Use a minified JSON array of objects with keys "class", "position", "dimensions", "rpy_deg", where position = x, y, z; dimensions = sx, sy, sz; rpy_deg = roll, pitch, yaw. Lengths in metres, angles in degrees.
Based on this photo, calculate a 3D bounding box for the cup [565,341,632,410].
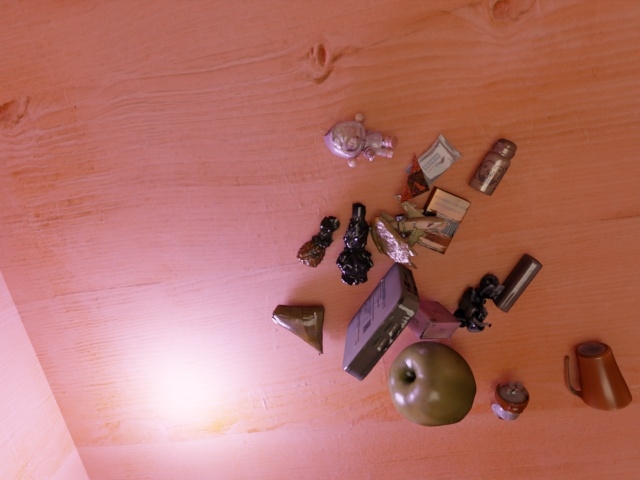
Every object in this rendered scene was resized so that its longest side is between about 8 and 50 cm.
[{"class":"cup","position":[1.174,0.580,1.759],"dimensions":[0.226,0.182,0.264],"rpy_deg":[-13,100,41]}]

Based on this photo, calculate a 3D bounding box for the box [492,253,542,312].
[{"class":"box","position":[0.802,0.175,1.681],"dimensions":[0.055,0.103,0.244],"rpy_deg":[29,108,0]}]

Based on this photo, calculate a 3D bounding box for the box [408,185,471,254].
[{"class":"box","position":[0.477,-0.080,1.650],"dimensions":[0.152,0.070,0.237],"rpy_deg":[22,109,-2]}]

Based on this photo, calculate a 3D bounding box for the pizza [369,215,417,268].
[{"class":"pizza","position":[0.288,0.023,1.639],"dimensions":[0.034,0.181,0.262],"rpy_deg":[-35,66,-24]}]

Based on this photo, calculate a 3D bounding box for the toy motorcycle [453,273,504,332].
[{"class":"toy motorcycle","position":[0.661,0.273,1.700],"dimensions":[0.106,0.159,0.270],"rpy_deg":[24,111,-25]}]

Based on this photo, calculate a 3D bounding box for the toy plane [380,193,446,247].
[{"class":"toy plane","position":[0.357,-0.065,1.602],"dimensions":[0.256,0.104,0.242],"rpy_deg":[1,106,44]}]

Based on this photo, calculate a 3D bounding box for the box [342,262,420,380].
[{"class":"box","position":[0.236,0.304,1.620],"dimensions":[0.111,0.396,0.397],"rpy_deg":[32,108,-3]}]

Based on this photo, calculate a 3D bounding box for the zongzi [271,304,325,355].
[{"class":"zongzi","position":[-0.095,0.403,1.840],"dimensions":[0.228,0.115,0.256],"rpy_deg":[2,118,8]}]

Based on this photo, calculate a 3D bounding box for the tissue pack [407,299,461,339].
[{"class":"tissue pack","position":[0.444,0.319,1.675],"dimensions":[0.246,0.148,0.093],"rpy_deg":[11,115,-45]}]

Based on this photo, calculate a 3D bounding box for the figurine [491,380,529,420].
[{"class":"figurine","position":[0.851,0.726,1.849],"dimensions":[0.143,0.143,0.271],"rpy_deg":[-2,140,6]}]

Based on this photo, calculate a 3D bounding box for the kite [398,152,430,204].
[{"class":"kite","position":[0.381,-0.220,1.595],"dimensions":[0.125,0.008,0.222],"rpy_deg":[21,81,-25]}]

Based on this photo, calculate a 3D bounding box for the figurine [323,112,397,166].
[{"class":"figurine","position":[0.149,-0.374,1.556],"dimensions":[0.275,0.133,0.200],"rpy_deg":[10,96,-3]}]

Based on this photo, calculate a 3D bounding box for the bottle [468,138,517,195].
[{"class":"bottle","position":[0.664,-0.279,1.558],"dimensions":[0.110,0.097,0.209],"rpy_deg":[13,113,-39]}]

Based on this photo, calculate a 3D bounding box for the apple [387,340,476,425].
[{"class":"apple","position":[0.472,0.601,1.730],"dimensions":[0.357,0.357,0.358],"rpy_deg":[1,108,5]}]

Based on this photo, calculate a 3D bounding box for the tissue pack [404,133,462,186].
[{"class":"tissue pack","position":[0.440,-0.303,1.603],"dimensions":[0.122,0.026,0.193],"rpy_deg":[42,107,-8]}]

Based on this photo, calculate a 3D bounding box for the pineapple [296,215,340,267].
[{"class":"pineapple","position":[0.000,0.000,1.691],"dimensions":[0.111,0.119,0.237],"rpy_deg":[28,107,-18]}]

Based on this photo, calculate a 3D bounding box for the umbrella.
[{"class":"umbrella","position":[0.161,0.023,1.683],"dimensions":[0.154,0.128,0.337],"rpy_deg":[16,105,2]}]
